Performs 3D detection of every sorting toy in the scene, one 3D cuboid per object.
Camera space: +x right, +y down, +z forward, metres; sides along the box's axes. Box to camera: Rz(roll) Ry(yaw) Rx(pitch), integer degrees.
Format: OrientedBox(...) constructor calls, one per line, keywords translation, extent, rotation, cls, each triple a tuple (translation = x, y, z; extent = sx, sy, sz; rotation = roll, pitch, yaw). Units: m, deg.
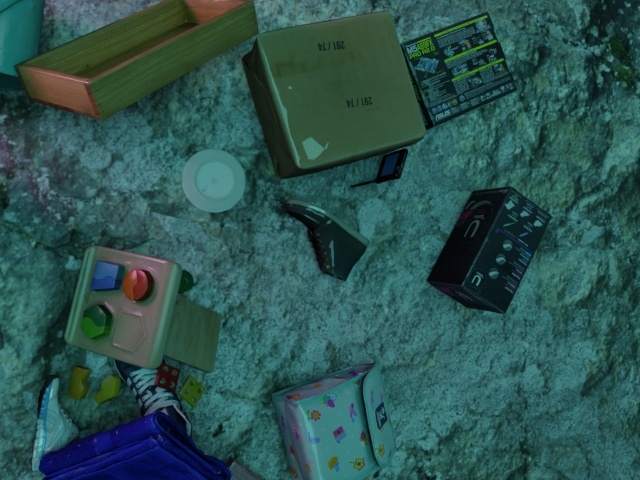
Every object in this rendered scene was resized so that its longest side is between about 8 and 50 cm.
OrientedBox(translation=(-0.280, 0.207, 1.261), extent=(0.132, 0.046, 0.274), rotation=(32, 48, -38), cls="sorting toy")
OrientedBox(translation=(-0.407, 0.173, 1.190), extent=(0.229, 0.041, 0.307), rotation=(10, 85, 21), cls="sorting toy")

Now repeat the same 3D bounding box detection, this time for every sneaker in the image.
OrientedBox(translation=(0.000, 0.000, 1.370), extent=(0.222, 0.083, 0.118), rotation=(31, 80, -17), cls="sneaker")
OrientedBox(translation=(-0.523, 0.360, 1.202), extent=(0.083, 0.071, 0.190), rotation=(6, 96, -25), cls="sneaker")
OrientedBox(translation=(-0.337, 0.308, 1.214), extent=(0.099, 0.153, 0.282), rotation=(-23, 96, -18), cls="sneaker")

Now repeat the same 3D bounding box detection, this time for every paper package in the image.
OrientedBox(translation=(0.029, -0.322, 1.341), extent=(0.325, 0.168, 0.309), rotation=(-18, 94, -17), cls="paper package")

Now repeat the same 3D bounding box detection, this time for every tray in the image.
OrientedBox(translation=(-0.323, -0.357, 1.128), extent=(0.411, 0.203, 0.076), rotation=(-44, 141, -39), cls="tray")

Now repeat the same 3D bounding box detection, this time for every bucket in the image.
OrientedBox(translation=(-0.634, -0.381, 1.069), extent=(0.281, 0.281, 0.183), rotation=(2, 93, -19), cls="bucket")

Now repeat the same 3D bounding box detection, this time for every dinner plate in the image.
OrientedBox(translation=(-0.233, -0.132, 1.328), extent=(0.141, 0.017, 0.141), rotation=(0, 90, -17), cls="dinner plate")

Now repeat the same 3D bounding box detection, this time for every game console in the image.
OrientedBox(translation=(0.135, -0.166, 1.397), extent=(0.071, 0.122, 0.107), rotation=(20, 83, -18), cls="game console")

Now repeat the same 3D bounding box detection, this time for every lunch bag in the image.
OrientedBox(translation=(0.052, 0.409, 1.346), extent=(0.262, 0.160, 0.223), rotation=(-13, 90, -30), cls="lunch bag")

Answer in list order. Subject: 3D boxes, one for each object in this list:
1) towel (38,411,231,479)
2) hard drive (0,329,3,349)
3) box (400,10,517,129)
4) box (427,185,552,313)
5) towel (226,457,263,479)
OrientedBox(translation=(-0.353, 0.443, 1.138), extent=(0.308, 0.076, 0.227), rotation=(-24, 122, 22), cls="towel")
OrientedBox(translation=(-0.721, 0.112, 1.138), extent=(0.172, 0.054, 0.254), rotation=(-17, 95, -18), cls="hard drive")
OrientedBox(translation=(0.337, -0.422, 1.503), extent=(0.270, 0.060, 0.216), rotation=(-26, 97, -18), cls="box")
OrientedBox(translation=(0.407, 0.022, 1.464), extent=(0.143, 0.165, 0.270), rotation=(32, 79, -16), cls="box")
OrientedBox(translation=(-0.217, 0.668, 1.314), extent=(0.237, 0.037, 0.329), rotation=(46, 78, -15), cls="towel")
